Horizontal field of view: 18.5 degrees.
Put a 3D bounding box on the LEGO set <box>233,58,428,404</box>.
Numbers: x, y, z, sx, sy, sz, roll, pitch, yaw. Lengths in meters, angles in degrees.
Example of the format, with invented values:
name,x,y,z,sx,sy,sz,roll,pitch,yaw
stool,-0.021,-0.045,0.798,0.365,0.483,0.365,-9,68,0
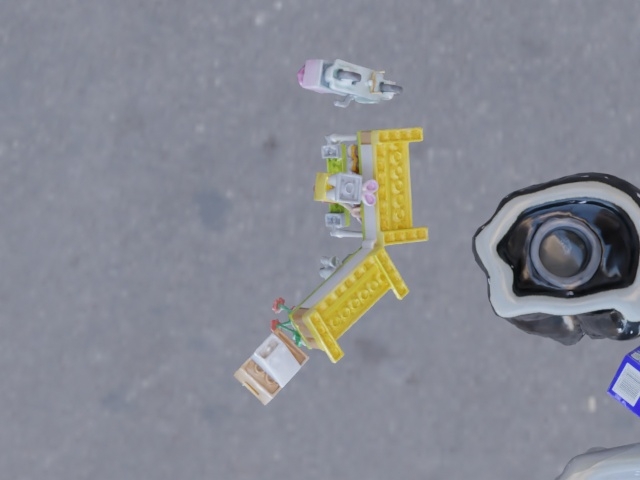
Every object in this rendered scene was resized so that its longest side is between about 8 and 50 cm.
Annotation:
name,x,y,z,sx,sy,sz,roll,pitch,yaw
LEGO set,0.000,0.000,1.596,0.132,0.287,0.107,21,170,-35

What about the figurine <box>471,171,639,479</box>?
name,x,y,z,sx,sy,sz,roll,pitch,yaw
figurine,0.142,0.082,1.032,0.092,0.214,0.209,-13,174,2

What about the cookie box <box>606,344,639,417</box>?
name,x,y,z,sx,sy,sz,roll,pitch,yaw
cookie box,0.277,0.106,1.441,0.092,0.107,0.040,39,126,22
